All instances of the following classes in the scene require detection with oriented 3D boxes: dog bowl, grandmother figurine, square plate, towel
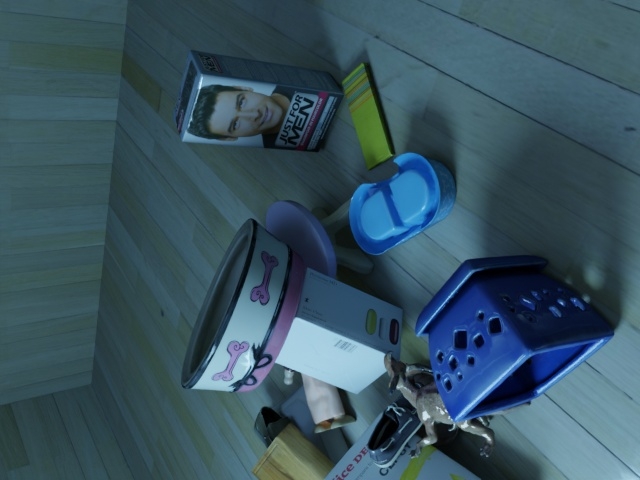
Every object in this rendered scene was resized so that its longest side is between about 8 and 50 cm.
[{"bbox_3d":[0.180,-0.079,1.352,0.297,0.074,0.166,-36,68,49],"label":"dog bowl"},{"bbox_3d":[-0.019,0.348,1.678,0.208,0.104,0.342,-21,73,20],"label":"grandmother figurine"},{"bbox_3d":[-0.040,0.615,1.788,0.347,0.049,0.344,-50,58,44],"label":"square plate"},{"bbox_3d":[0.112,-0.295,1.452,0.102,0.021,0.237,-29,74,57],"label":"towel"},{"bbox_3d":[-0.174,0.163,1.403,0.408,0.150,0.408,-57,18,29],"label":"dog bowl"}]

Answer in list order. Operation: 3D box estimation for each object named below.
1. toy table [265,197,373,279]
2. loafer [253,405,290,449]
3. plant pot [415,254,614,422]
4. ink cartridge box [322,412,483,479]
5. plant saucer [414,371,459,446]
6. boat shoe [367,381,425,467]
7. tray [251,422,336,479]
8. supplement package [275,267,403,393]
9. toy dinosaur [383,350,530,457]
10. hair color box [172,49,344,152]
[{"bbox_3d":[0.000,0.000,1.533,0.274,0.161,0.252,59,137,28],"label":"toy table"},{"bbox_3d":[-0.120,0.563,1.764,0.251,0.094,0.087,23,118,49],"label":"loafer"},{"bbox_3d":[0.322,0.158,1.083,0.236,0.236,0.212,-60,45,40],"label":"plant pot"},{"bbox_3d":[0.192,0.581,1.256,0.384,0.279,0.160,23,150,49],"label":"ink cartridge box"},{"bbox_3d":[0.254,0.376,1.371,0.168,0.029,0.168,10,103,51],"label":"plant saucer"},{"bbox_3d":[0.168,0.385,1.311,0.075,0.206,0.065,11,146,46],"label":"boat shoe"},{"bbox_3d":[0.014,0.686,1.582,0.411,0.076,0.203,41,130,14],"label":"tray"},{"bbox_3d":[0.029,0.216,1.425,0.204,0.262,0.145,-51,21,44],"label":"supplement package"},{"bbox_3d":[0.250,0.314,1.218,0.295,0.127,0.200,-12,102,34],"label":"toy dinosaur"},{"bbox_3d":[-0.150,-0.331,1.487,0.113,0.374,0.185,62,140,38],"label":"hair color box"}]
